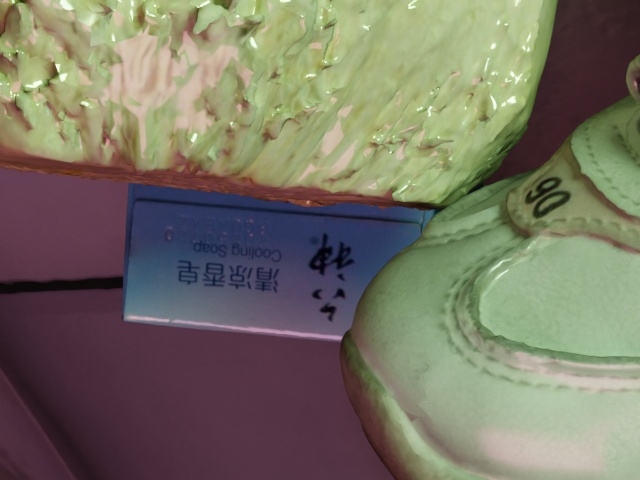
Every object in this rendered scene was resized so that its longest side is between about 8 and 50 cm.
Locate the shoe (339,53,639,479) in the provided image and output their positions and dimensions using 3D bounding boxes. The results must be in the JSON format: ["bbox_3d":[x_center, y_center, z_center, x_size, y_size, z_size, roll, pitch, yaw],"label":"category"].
[{"bbox_3d":[0.170,-0.028,0.614,0.351,0.172,0.198,-15,123,-13],"label":"shoe"}]

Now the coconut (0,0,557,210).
[{"bbox_3d":[-0.044,-0.173,0.669,0.297,0.309,0.297,6,-179,0],"label":"coconut"}]

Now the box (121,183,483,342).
[{"bbox_3d":[0.000,0.000,0.909,0.143,0.083,0.232,5,-178,10],"label":"box"}]
